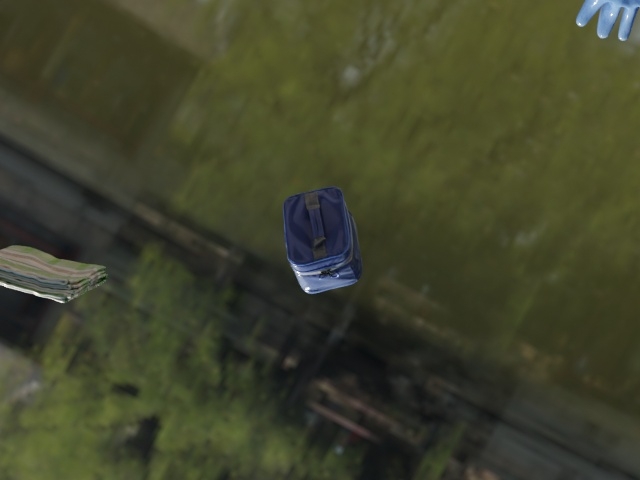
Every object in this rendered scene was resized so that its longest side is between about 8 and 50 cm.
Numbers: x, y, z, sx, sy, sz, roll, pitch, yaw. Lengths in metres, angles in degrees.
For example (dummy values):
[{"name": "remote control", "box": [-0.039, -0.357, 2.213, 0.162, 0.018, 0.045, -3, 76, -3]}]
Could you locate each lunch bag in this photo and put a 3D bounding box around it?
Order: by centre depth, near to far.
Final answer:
[{"name": "lunch bag", "box": [0.000, 0.000, 1.708, 0.067, 0.098, 0.065, -15, 142, 8]}]

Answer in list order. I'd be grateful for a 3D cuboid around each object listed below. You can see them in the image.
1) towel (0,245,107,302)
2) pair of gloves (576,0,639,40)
[{"name": "towel", "box": [-0.277, 0.027, 1.711, 0.113, 0.023, 0.152, 16, -172, 5]}, {"name": "pair of gloves", "box": [0.340, -0.228, 1.675, 0.198, 0.023, 0.159, 19, 151, -2]}]
